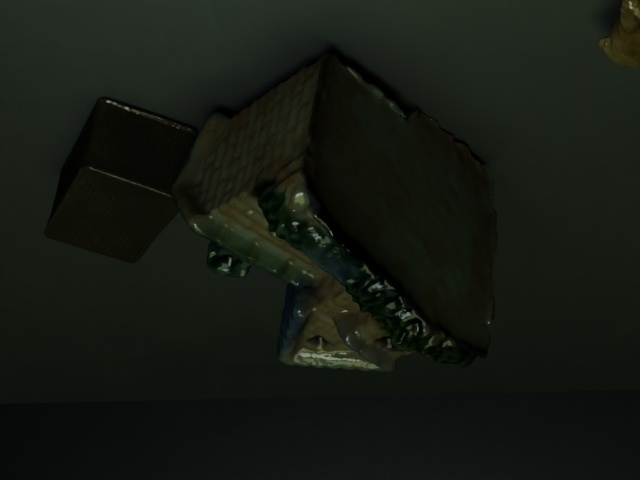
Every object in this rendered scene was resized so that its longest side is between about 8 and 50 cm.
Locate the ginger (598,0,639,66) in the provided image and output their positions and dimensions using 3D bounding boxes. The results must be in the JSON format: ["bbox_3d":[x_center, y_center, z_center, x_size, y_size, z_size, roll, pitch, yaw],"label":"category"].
[{"bbox_3d":[0.483,-0.345,1.182,0.348,0.122,0.363,-26,149,26],"label":"ginger"}]

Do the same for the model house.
[{"bbox_3d":[0.000,0.000,1.543,0.400,0.394,0.445,-22,136,39],"label":"model house"}]

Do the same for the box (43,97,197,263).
[{"bbox_3d":[-0.343,-0.093,1.652,0.184,0.143,0.273,18,147,-22],"label":"box"}]
